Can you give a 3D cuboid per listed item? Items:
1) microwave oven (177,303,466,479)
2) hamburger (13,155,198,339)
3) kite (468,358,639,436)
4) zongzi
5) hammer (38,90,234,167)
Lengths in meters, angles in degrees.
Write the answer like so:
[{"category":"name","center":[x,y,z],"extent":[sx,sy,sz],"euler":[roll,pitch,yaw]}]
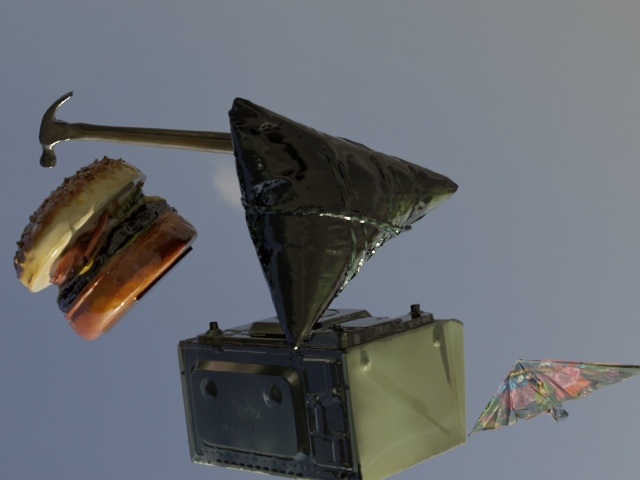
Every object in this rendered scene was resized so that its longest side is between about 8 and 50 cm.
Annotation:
[{"category":"microwave oven","center":[0.005,0.239,1.758],"extent":[0.394,0.247,0.333],"euler":[-3,-177,42]},{"category":"hamburger","center":[-0.355,0.005,1.707],"extent":[0.225,0.291,0.291],"euler":[44,-152,-1]},{"category":"kite","center":[0.348,0.225,1.603],"extent":[0.234,0.321,0.016],"euler":[46,-156,-45]},{"category":"zongzi","center":[0.000,0.000,1.596],"extent":[0.383,0.319,0.362],"euler":[18,-117,-58]},{"category":"hammer","center":[-0.376,-0.221,2.240],"extent":[0.440,0.168,0.044],"euler":[4,-160,-13]}]
